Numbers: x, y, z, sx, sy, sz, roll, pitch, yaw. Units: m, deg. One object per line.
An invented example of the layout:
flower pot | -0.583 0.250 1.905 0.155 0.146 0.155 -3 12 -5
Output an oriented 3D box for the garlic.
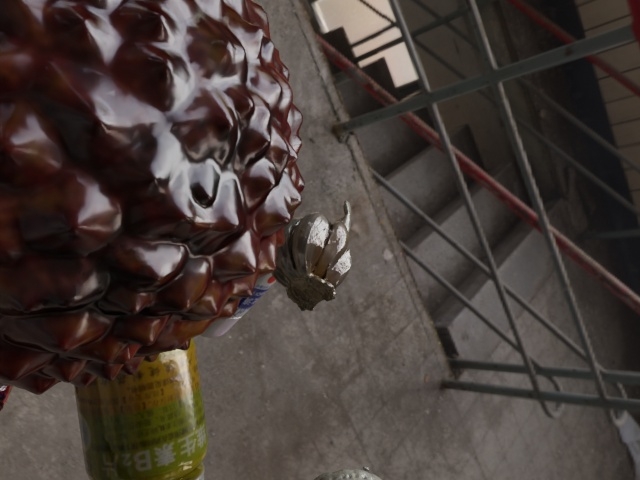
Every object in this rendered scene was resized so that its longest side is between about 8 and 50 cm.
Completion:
garlic | 0.000 0.000 0.881 0.127 0.131 0.194 35 60 -1

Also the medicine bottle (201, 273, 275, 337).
medicine bottle | -0.205 0.108 1.396 0.130 0.341 0.130 35 26 -20

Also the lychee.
lychee | -0.252 -0.104 0.452 0.500 0.424 0.425 30 63 -10

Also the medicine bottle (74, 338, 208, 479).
medicine bottle | -0.327 0.367 1.075 0.224 0.224 0.385 -9 94 -42

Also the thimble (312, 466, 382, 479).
thimble | 0.034 0.293 0.564 0.115 0.090 0.102 11 114 -19

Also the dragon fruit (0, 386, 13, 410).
dragon fruit | -0.712 0.308 1.231 0.274 0.126 0.161 -60 138 -35
